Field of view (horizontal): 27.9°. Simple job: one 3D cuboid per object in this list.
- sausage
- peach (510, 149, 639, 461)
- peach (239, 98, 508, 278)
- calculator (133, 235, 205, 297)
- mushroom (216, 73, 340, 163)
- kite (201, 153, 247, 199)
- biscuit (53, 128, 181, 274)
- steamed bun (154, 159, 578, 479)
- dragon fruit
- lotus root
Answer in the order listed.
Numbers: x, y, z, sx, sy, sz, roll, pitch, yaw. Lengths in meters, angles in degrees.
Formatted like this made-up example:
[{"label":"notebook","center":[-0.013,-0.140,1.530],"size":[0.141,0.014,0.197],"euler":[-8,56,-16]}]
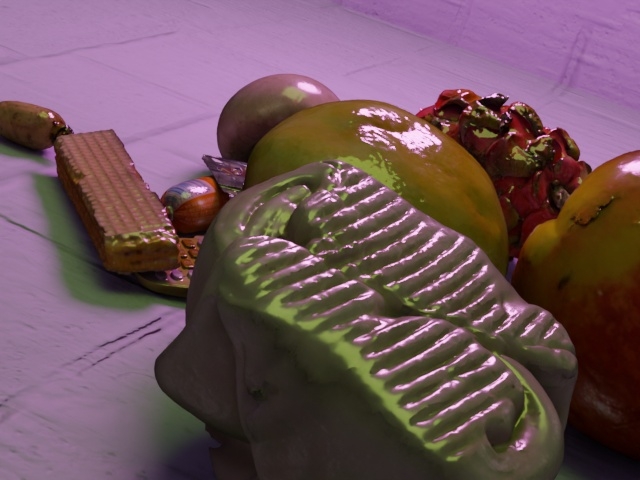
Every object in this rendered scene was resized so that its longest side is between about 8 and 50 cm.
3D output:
[{"label":"sausage","center":[-0.143,-0.054,1.730],"size":[0.071,0.071,0.234],"euler":[26,21,25]},{"label":"peach","center":[0.392,0.087,1.422],"size":[0.370,0.370,0.370],"euler":[15,20,-5]},{"label":"peach","center":[0.052,0.002,1.417],"size":[0.315,0.281,0.314],"euler":[38,24,28]},{"label":"calculator","center":[-0.130,0.034,1.567],"size":[0.236,0.033,0.157],"euler":[5,24,-24]},{"label":"mushroom","center":[-0.051,-0.140,1.912],"size":[0.204,0.204,0.204],"euler":[15,20,-5]},{"label":"kite","center":[-0.083,-0.060,1.684],"size":[0.141,0.015,0.245],"euler":[10,22,-13]},{"label":"biscuit","center":[-0.262,-0.053,1.614],"size":[0.094,0.054,0.378],"euler":[-8,25,-19]},{"label":"steamed bun","center":[0.025,0.125,1.121],"size":[0.368,0.255,0.342],"euler":[42,32,14]},{"label":"dragon fruit","center":[0.256,-0.081,1.879],"size":[0.291,0.250,0.269],"euler":[16,0,16]},{"label":"lotus root","center":[-0.408,-0.162,1.820],"size":[0.152,0.063,0.072],"euler":[16,-8,18]}]
